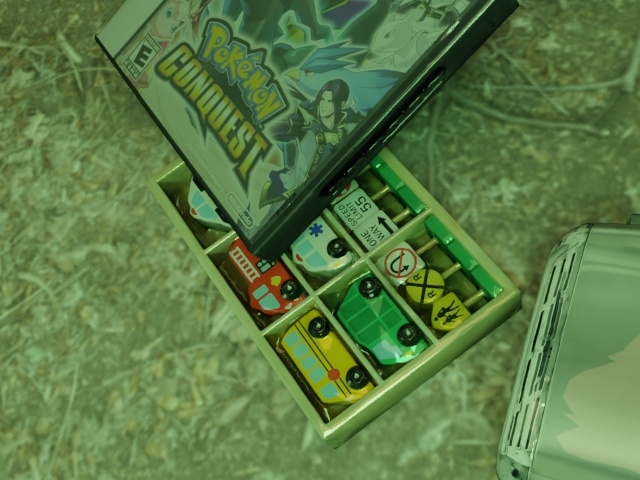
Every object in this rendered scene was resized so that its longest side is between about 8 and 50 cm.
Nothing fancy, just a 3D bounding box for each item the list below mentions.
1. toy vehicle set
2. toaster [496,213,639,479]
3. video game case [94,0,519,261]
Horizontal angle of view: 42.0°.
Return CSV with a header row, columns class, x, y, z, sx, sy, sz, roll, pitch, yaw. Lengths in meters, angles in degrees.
class,x,y,z,sx,sy,sz,roll,pitch,yaw
toy vehicle set,0.000,0.000,0.629,0.166,0.035,0.267,-37,60,-3
toaster,0.193,0.093,0.475,0.147,0.129,0.226,10,70,25
video game case,-0.032,-0.165,0.633,0.248,0.035,0.275,-46,60,13
